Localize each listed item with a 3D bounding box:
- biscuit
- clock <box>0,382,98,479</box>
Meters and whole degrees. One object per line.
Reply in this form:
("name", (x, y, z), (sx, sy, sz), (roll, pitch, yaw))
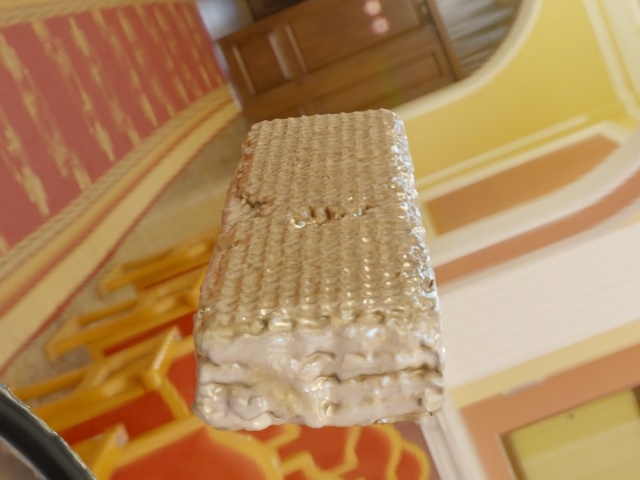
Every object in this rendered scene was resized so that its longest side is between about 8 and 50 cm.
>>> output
("biscuit", (0.000, 0.000, 0.818), (0.426, 0.144, 0.078), (-89, 174, -70))
("clock", (-0.228, 0.202, 0.533), (0.067, 0.325, 0.325), (-37, -110, 52))
